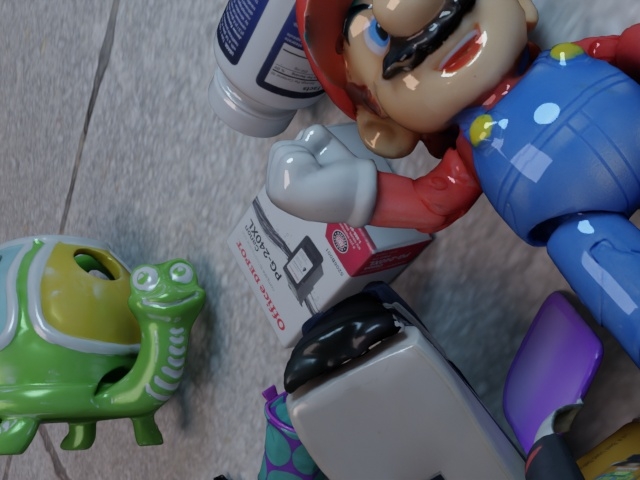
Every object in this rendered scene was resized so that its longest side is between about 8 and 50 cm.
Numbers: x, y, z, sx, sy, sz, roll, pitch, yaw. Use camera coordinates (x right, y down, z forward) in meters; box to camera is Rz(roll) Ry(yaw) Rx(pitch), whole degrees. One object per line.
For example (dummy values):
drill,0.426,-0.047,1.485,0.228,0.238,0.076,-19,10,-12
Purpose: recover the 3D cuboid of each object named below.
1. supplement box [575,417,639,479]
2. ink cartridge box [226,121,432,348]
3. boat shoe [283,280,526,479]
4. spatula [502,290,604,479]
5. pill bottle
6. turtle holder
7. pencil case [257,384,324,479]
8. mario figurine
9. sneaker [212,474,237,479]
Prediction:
supplement box,0.130,0.159,0.383,0.078,0.233,0.080,-17,93,52
ink cartridge box,0.000,0.000,0.629,0.109,0.063,0.150,60,139,19
boat shoe,0.097,0.174,0.543,0.340,0.127,0.158,61,-173,-11
spatula,0.110,0.095,0.380,0.030,0.296,0.084,26,104,7
pill bottle,-0.021,-0.154,0.582,0.094,0.094,0.169,58,138,21
turtle holder,-0.282,0.110,0.873,0.320,0.243,0.227,-28,62,60
pencil case,-0.030,0.205,0.728,0.070,0.064,0.151,29,123,29
mario figurine,0.094,-0.063,0.400,0.320,0.198,0.170,44,145,28
sneaker,-0.089,0.268,0.847,0.083,0.032,0.037,6,106,49
